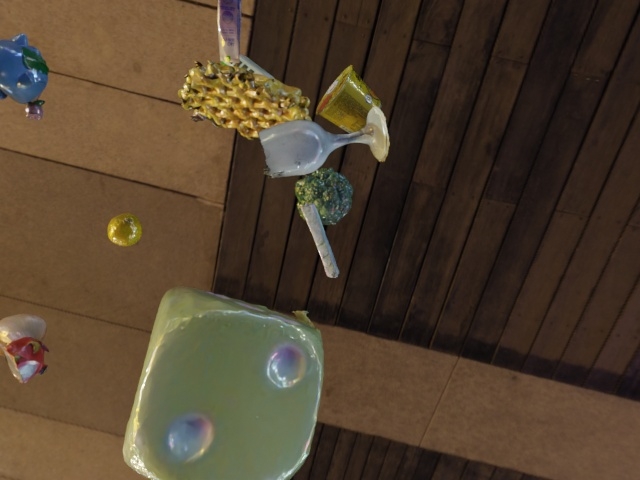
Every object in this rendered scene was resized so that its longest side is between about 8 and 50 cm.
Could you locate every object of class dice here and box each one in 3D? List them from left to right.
[{"bbox_3d":[-0.150,0.217,0.659,0.249,0.252,0.255,14,82,-19],"label":"dice"}]

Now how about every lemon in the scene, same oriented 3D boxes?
[{"bbox_3d":[-0.400,-0.020,0.858,0.065,0.065,0.092,34,132,-8],"label":"lemon"}]

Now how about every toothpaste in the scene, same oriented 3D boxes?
[{"bbox_3d":[-0.268,-0.690,1.246,0.075,0.048,0.301,5,105,0],"label":"toothpaste"}]

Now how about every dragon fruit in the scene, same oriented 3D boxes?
[{"bbox_3d":[-0.522,0.212,0.754,0.056,0.060,0.083,29,127,19],"label":"dragon fruit"}]

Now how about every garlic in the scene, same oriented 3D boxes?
[{"bbox_3d":[-0.822,0.255,1.137,0.206,0.128,0.115,-6,140,42],"label":"garlic"}]

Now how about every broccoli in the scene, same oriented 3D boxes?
[{"bbox_3d":[0.006,-0.196,1.765,0.269,0.270,0.270,-4,129,-5],"label":"broccoli"}]

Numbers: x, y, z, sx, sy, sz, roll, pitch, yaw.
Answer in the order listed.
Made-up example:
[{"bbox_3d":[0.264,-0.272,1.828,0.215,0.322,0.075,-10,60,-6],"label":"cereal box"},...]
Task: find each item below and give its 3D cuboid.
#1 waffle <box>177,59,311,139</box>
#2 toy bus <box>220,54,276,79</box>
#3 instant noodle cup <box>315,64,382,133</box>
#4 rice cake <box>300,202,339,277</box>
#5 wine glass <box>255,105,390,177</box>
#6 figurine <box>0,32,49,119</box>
[{"bbox_3d":[-0.223,-0.405,1.254,0.381,0.379,0.095,13,83,-26],"label":"waffle"},{"bbox_3d":[-0.299,-0.647,1.720,0.276,0.133,0.165,44,103,23],"label":"toy bus"},{"bbox_3d":[0.094,-0.426,1.314,0.144,0.182,0.182,34,112,-20],"label":"instant noodle cup"},{"bbox_3d":[0.000,0.000,1.101,0.034,0.043,0.211,-22,83,15],"label":"rice cake"},{"bbox_3d":[0.006,-0.240,1.037,0.320,0.143,0.144,-10,112,-10],"label":"wine glass"},{"bbox_3d":[-0.580,-0.294,0.772,0.178,0.144,0.114,-14,73,-1],"label":"figurine"}]
